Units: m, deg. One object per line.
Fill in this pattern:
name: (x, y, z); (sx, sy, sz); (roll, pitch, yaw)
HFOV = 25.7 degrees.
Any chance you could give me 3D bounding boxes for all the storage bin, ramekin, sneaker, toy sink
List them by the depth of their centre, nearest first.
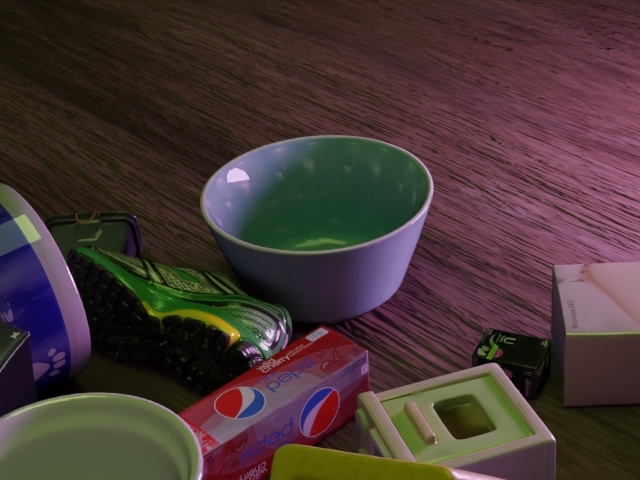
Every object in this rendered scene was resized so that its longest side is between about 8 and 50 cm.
ramekin: (-0.255, 0.296, 1.483); (0.277, 0.135, 0.277); (-3, 32, 2)
toy sink: (0.116, 0.243, 1.520); (0.234, 0.131, 0.153); (-13, 32, -13)
sneaker: (-0.192, 0.093, 1.831); (0.343, 0.134, 0.146); (24, 34, 24)
storage bin: (-0.327, 0.017, 1.990); (0.135, 0.098, 0.091); (-3, 42, 3)

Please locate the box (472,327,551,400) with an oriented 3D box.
box: (0.235, 0.151, 1.726); (0.083, 0.052, 0.062); (12, 37, 23)

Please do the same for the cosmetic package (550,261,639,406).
cosmetic package: (0.443, 0.109, 1.712); (0.309, 0.113, 0.160); (-2, 32, 2)

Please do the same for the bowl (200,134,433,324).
bowl: (0.000, 0.000, 1.897); (0.311, 0.163, 0.311); (-3, 31, 2)

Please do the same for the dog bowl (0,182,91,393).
dog bowl: (-0.397, 0.067, 1.747); (0.104, 0.265, 0.265); (-26, 38, -28)

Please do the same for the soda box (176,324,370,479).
soda box: (-0.061, 0.206, 1.641); (0.263, 0.092, 0.083); (-29, 40, -34)

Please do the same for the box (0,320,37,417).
box: (-0.465, 0.150, 1.618); (0.261, 0.184, 0.103); (19, 46, 12)

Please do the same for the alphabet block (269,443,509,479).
alphabet block: (0.073, 0.298, 1.289); (0.193, 0.192, 0.197); (1, -13, 33)
